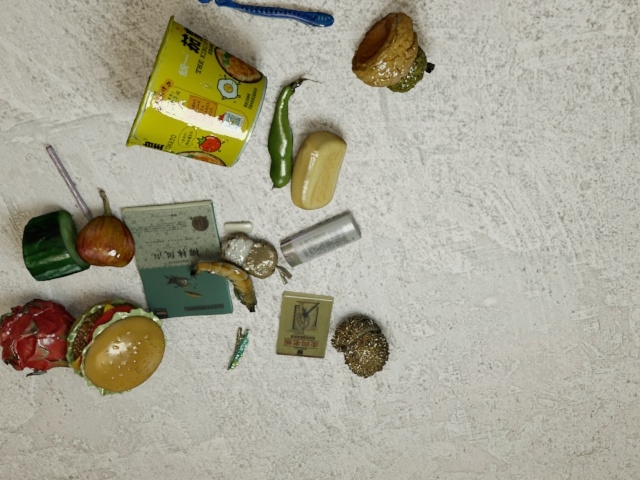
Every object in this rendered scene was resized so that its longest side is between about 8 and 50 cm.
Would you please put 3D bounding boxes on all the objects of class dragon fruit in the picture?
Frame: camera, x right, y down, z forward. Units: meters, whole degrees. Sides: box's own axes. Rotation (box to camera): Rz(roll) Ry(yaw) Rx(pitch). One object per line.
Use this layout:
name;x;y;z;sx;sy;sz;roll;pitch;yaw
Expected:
dragon fruit;-0.817;0.294;1.814;0.293;0.233;0.233;30;114;-24

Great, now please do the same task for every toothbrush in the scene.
toothbrush;-0.671;-0.108;1.707;0.029;0.024;0.354;-20;116;3

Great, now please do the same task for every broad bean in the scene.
broad bean;-0.091;-0.277;1.589;0.098;0.056;0.318;23;117;9

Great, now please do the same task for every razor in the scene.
razor;-0.127;-0.560;1.456;0.324;0.093;0.056;12;157;-10

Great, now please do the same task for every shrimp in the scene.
shrimp;-0.280;0.131;1.775;0.198;0.051;0.262;11;149;19

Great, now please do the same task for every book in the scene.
book;-0.053;0.269;1.895;0.161;0.026;0.230;6;118;-3
book;-0.414;0.067;1.791;0.264;0.031;0.379;-5;117;4

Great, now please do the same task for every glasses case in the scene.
glasses case;-0.236;-0.037;1.740;0.083;0.021;0.032;-2;118;2

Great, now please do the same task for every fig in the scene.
fig;-0.604;-0.004;1.693;0.149;0.202;0.148;-33;140;13

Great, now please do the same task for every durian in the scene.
durian;0.115;0.323;1.824;0.196;0.196;0.167;25;108;-12

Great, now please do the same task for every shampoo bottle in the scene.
shampoo bottle;0.000;0.000;1.737;0.227;0.056;0.086;-24;114;13

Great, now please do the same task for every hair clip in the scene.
hair clip;-0.263;0.356;1.932;0.049;0.049;0.172;17;115;-8

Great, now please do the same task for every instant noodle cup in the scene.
instant noodle cup;-0.291;-0.331;1.443;0.254;0.325;0.325;20;116;-20

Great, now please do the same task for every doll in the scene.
doll;-0.180;0.053;1.736;0.221;0.115;0.105;19;75;-1

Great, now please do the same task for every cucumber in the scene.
cucumber;-0.742;0.019;1.692;0.130;0.191;0.191;-17;116;0

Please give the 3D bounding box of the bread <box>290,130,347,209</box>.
bread;-0.014;-0.189;1.606;0.147;0.098;0.217;-9;129;-43

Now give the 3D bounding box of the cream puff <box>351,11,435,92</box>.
cream puff;0.190;-0.434;1.458;0.169;0.183;0.183;30;114;-28

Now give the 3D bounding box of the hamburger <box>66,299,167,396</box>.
hamburger;-0.582;0.314;1.760;0.274;0.212;0.274;-18;117;-40
